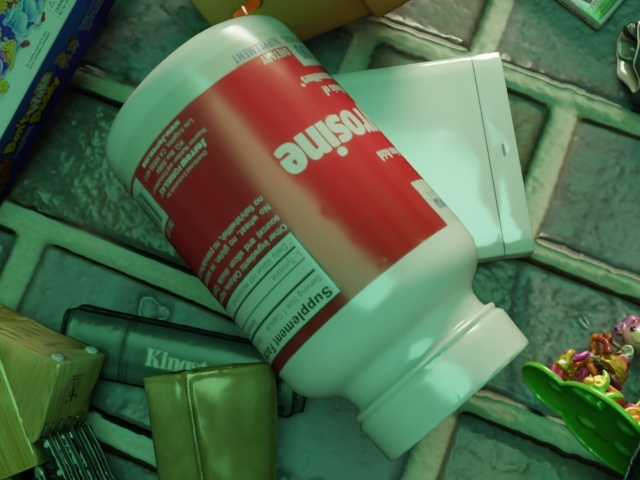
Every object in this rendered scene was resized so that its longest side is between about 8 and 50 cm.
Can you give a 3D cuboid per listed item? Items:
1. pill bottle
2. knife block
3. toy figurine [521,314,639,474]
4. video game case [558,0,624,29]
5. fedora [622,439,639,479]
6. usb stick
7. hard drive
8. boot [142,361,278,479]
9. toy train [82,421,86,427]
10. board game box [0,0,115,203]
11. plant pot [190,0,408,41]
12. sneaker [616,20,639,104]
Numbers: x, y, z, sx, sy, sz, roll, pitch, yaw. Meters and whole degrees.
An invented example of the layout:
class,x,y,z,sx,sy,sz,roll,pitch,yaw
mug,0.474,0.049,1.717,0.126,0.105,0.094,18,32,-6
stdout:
class,x,y,z,sx,sy,sz,roll,pitch,yaw
pill bottle,0.000,0.000,0.984,0.229,0.229,0.408,-40,81,-6
knife block,-0.335,0.206,1.064,0.275,0.088,0.242,22,97,18
toy figurine,0.328,0.136,1.067,0.159,0.130,0.173,-41,55,-19
video game case,0.317,-0.383,1.201,0.193,0.023,0.212,40,83,10
fedora,0.428,0.286,0.939,0.334,0.152,0.334,-2,96,-21
usb stick,-0.148,0.130,1.103,0.278,0.045,0.077,11,81,4
hard drive,0.043,-0.074,1.137,0.353,0.047,0.233,-8,78,1
boot,-0.153,0.268,1.035,0.236,0.089,0.270,-6,89,-11
toy train,-0.280,0.185,1.113,0.023,0.017,0.083,-37,79,-16
board game box,-0.382,-0.228,1.100,0.233,0.078,0.347,37,108,9
plant pot,-0.050,-0.330,1.093,0.203,0.291,0.291,-35,79,12
sneaker,0.429,-0.234,1.133,0.163,0.086,0.226,28,82,5
